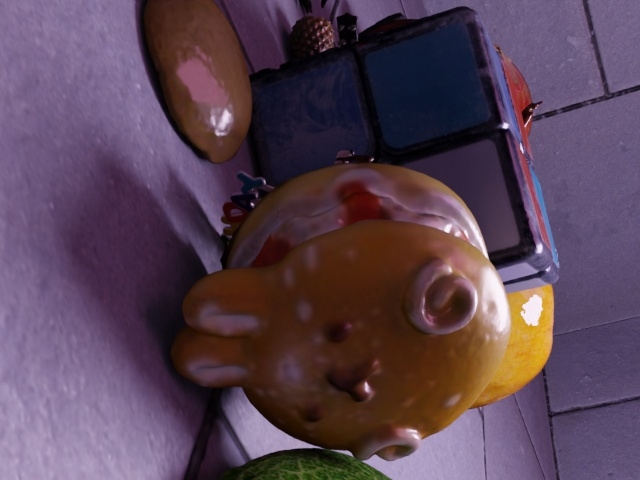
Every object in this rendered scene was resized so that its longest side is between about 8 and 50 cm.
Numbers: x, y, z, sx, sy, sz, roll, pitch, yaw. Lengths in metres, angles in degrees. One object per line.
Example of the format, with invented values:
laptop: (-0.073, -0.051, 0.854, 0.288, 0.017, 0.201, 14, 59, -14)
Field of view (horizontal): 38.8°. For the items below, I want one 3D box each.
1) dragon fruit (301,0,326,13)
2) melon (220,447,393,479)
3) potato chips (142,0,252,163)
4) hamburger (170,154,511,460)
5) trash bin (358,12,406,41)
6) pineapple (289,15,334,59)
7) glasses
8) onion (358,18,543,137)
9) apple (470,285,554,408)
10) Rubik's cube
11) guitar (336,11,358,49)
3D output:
dragon fruit: (0.005, -0.463, 1.520, 0.142, 0.121, 0.130, -38, 107, -46)
melon: (0.050, 0.340, 0.863, 0.331, 0.226, 0.343, 41, 17, 13)
potato chips: (-0.118, -0.190, 0.982, 0.195, 0.061, 0.208, 50, 32, -50)
hamburger: (0.022, 0.068, 0.841, 0.302, 0.261, 0.186, 21, 29, -15)
trash bin: (0.147, -0.361, 1.832, 0.161, 0.175, 0.175, 57, 22, -17)
pineapple: (-0.012, -0.260, 1.376, 0.074, 0.074, 0.159, 43, 44, -60)
glasses: (-0.006, 0.006, 0.979, 0.095, 0.162, 0.255, -87, 152, -51)
onion: (0.198, -0.231, 1.553, 0.353, 0.353, 0.354, -16, 90, -73)
apple: (0.264, 0.135, 1.557, 0.299, 0.275, 0.299, -14, 90, -79)
Rubik's cube: (0.117, -0.072, 1.193, 0.313, 0.316, 0.318, 20, 58, -70)
guitar: (0.050, -0.213, 1.386, 0.038, 0.083, 0.271, -79, 166, -53)
